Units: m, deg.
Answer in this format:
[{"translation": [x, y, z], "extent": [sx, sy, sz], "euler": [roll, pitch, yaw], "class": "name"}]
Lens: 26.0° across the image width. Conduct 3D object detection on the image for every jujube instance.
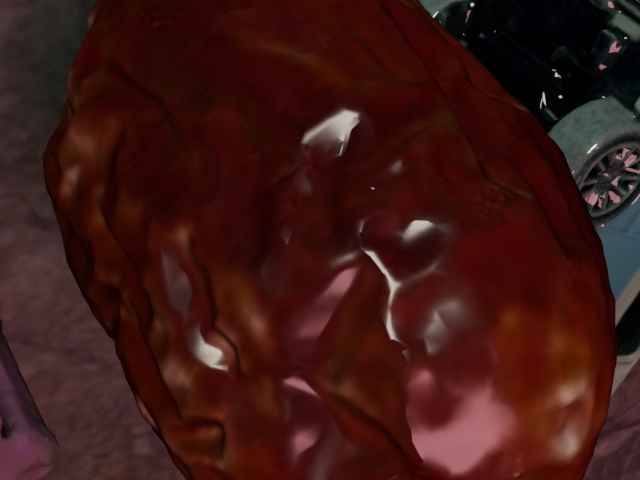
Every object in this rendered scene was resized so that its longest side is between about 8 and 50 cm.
[{"translation": [0.000, 0.000, 0.480], "extent": [0.174, 0.250, 0.174], "euler": [-17, 138, -16], "class": "jujube"}]

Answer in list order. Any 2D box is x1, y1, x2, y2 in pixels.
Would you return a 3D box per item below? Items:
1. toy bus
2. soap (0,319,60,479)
[{"translation": [0.084, 0.011, 0.633], "extent": [0.164, 0.133, 0.271], "euler": [10, 119, -44], "class": "toy bus"}, {"translation": [-0.159, -0.009, 0.402], "extent": [0.065, 0.203, 0.122], "euler": [-36, 140, 2], "class": "soap"}]
